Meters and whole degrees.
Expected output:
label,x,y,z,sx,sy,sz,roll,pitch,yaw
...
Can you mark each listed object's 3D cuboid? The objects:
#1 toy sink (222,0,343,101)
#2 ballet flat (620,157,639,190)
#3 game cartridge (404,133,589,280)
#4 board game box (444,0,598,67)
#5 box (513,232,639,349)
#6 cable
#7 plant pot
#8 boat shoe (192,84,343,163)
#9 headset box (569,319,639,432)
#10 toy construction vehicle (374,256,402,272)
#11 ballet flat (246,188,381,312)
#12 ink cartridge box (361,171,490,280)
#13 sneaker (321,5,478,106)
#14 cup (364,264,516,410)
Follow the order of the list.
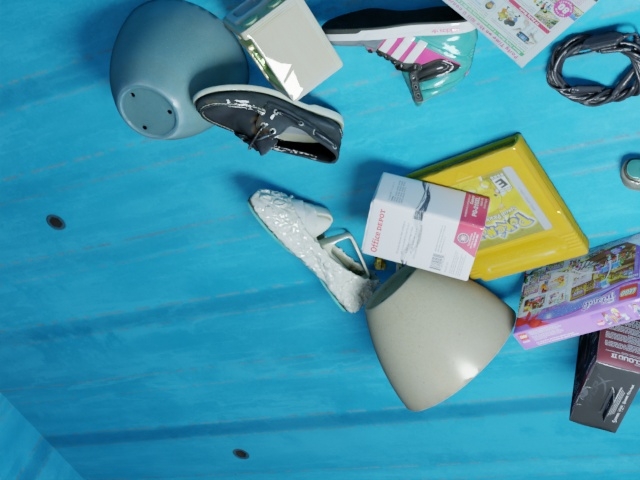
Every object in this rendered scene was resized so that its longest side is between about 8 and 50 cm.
label,x,y,z,sx,sy,sz,roll,pitch,yaw
toy sink,-0.089,-0.398,1.839,0.131,0.153,0.234,-37,120,-4
ballet flat,0.692,-0.119,1.905,0.213,0.072,0.068,10,163,14
game cartridge,0.375,-0.056,2.094,0.285,0.053,0.324,-19,122,35
board game box,0.371,-0.471,1.656,0.224,0.097,0.303,37,133,-14
box,0.558,0.108,2.071,0.293,0.201,0.057,-22,121,37
cable,0.508,-0.312,1.800,0.184,0.047,0.150,-11,132,27
plant pot,-0.315,-0.319,2.010,0.290,0.195,0.290,11,135,11
boat shoe,-0.097,-0.221,1.969,0.340,0.113,0.127,12,154,-38
headset box,0.627,0.254,2.119,0.110,0.293,0.218,15,135,8
toy construction vehicle,0.154,0.043,2.290,0.086,0.035,0.098,10,135,13
ballet flat,0.000,0.000,2.265,0.147,0.147,0.409,-19,127,35
ink cartridge box,0.221,-0.030,2.075,0.237,0.100,0.172,15,137,6
sneaker,0.155,-0.344,1.857,0.295,0.124,0.178,3,124,18
cup,0.240,0.184,2.217,0.237,0.331,0.331,48,133,-6
